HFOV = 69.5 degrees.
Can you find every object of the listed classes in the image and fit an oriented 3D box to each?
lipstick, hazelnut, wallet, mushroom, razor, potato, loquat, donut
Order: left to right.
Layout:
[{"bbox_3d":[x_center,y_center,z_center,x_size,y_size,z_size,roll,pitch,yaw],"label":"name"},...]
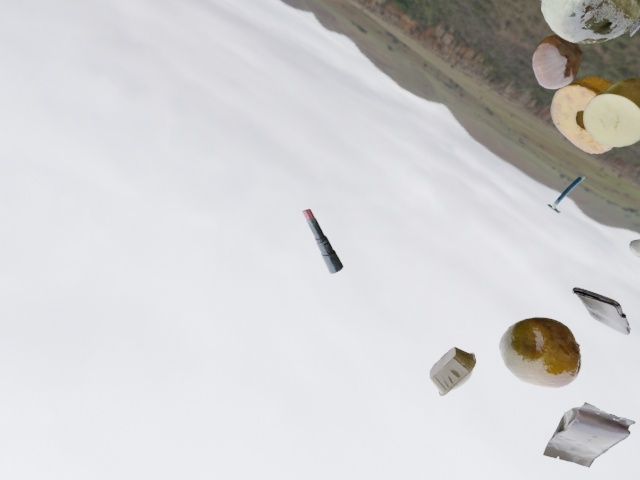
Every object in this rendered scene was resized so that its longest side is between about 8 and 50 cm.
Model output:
[{"bbox_3d":[0.000,0.000,1.511,0.234,0.053,0.053,61,-162,-17],"label":"lipstick"},{"bbox_3d":[0.859,0.440,1.805,0.276,0.283,0.276,42,-145,-39],"label":"loquat"},{"bbox_3d":[0.965,-0.725,1.862,0.186,0.210,0.210,-24,-124,-38],"label":"hazelnut"},{"bbox_3d":[1.079,-0.210,2.019,0.037,0.191,0.068,17,-152,-42],"label":"razor"},{"bbox_3d":[0.989,-0.461,1.675,0.303,0.110,0.303,53,178,3],"label":"donut"},{"bbox_3d":[0.743,-0.633,1.249,0.247,0.130,0.344,3,179,43],"label":"mushroom"},{"bbox_3d":[0.881,0.221,1.432,0.255,0.031,0.137,36,176,-41],"label":"wallet"},{"bbox_3d":[0.897,-0.394,1.354,0.178,0.158,0.203,28,159,52],"label":"potato"}]

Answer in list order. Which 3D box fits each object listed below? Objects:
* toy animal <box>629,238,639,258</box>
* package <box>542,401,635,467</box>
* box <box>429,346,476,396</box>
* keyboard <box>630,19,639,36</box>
[{"bbox_3d":[0.994,0.012,1.132,0.367,0.196,0.241,26,-156,31],"label":"toy animal"},{"bbox_3d":[0.891,0.651,1.547,0.203,0.251,0.062,21,-155,-8],"label":"package"},{"bbox_3d":[0.443,0.437,1.538,0.111,0.177,0.111,33,-160,-14],"label":"box"},{"bbox_3d":[1.326,-0.912,1.929,0.018,0.060,0.195,6,-173,20],"label":"keyboard"}]
